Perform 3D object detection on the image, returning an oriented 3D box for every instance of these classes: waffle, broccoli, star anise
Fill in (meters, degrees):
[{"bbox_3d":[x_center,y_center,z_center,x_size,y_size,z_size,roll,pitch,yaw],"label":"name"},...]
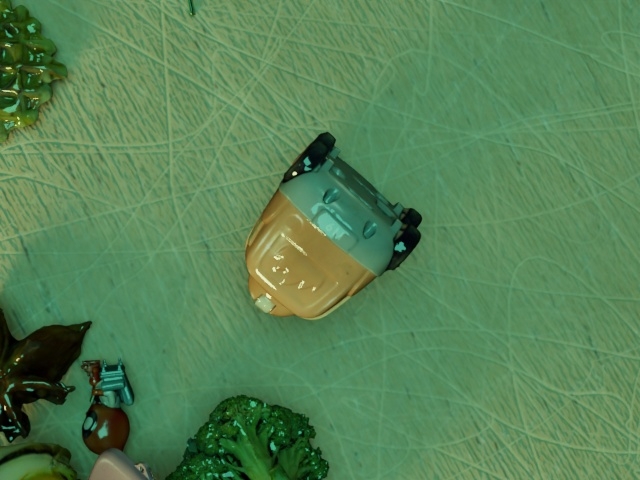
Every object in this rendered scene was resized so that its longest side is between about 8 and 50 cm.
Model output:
[{"bbox_3d":[-0.484,-0.252,1.718,0.204,0.054,0.223,-42,88,-7],"label":"waffle"},{"bbox_3d":[-0.088,0.340,1.587,0.270,0.270,0.270,2,87,-32],"label":"broccoli"},{"bbox_3d":[-0.471,0.199,1.639,0.346,0.148,0.237,-34,66,-4],"label":"star anise"}]

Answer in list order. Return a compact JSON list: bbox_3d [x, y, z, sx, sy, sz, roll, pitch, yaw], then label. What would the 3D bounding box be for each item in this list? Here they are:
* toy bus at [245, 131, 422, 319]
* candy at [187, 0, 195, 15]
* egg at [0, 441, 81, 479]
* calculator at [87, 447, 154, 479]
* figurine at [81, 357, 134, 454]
[{"bbox_3d":[0.000,0.000,1.632,0.194,0.288,0.232,39,99,-4],"label":"toy bus"},{"bbox_3d":[-0.205,-0.427,1.762,0.058,0.062,0.194,-11,94,-8],"label":"candy"},{"bbox_3d":[-0.461,0.378,1.582,0.174,0.264,0.286,24,89,30],"label":"egg"},{"bbox_3d":[-0.259,0.412,1.570,0.194,0.043,0.294,34,121,36],"label":"calculator"},{"bbox_3d":[-0.298,0.237,1.682,0.075,0.068,0.140,-2,92,-10],"label":"figurine"}]
